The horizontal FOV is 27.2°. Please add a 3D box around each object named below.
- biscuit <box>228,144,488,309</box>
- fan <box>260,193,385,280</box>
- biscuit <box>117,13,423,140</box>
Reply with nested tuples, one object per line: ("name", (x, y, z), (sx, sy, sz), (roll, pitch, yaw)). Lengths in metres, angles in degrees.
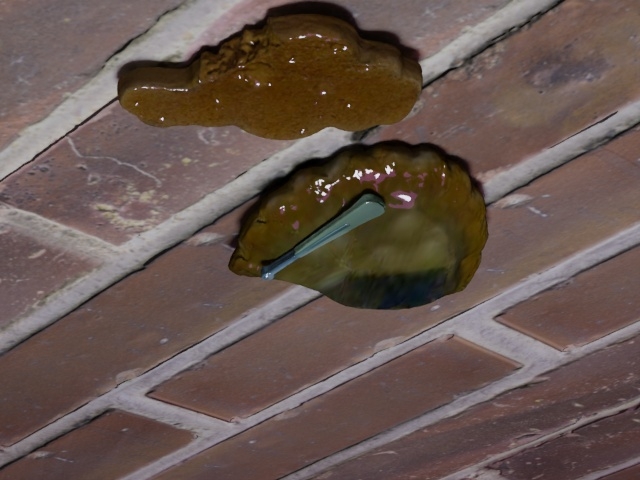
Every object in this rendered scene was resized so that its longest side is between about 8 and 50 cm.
("biscuit", (0.049, 0.003, 1.674), (0.335, 0.078, 0.329), (-17, 143, 14))
("fan", (0.000, 0.000, 1.597), (0.193, 0.016, 0.038), (-33, 135, 30))
("biscuit", (-0.053, -0.168, 1.400), (0.319, 0.047, 0.183), (-9, 147, 5))
